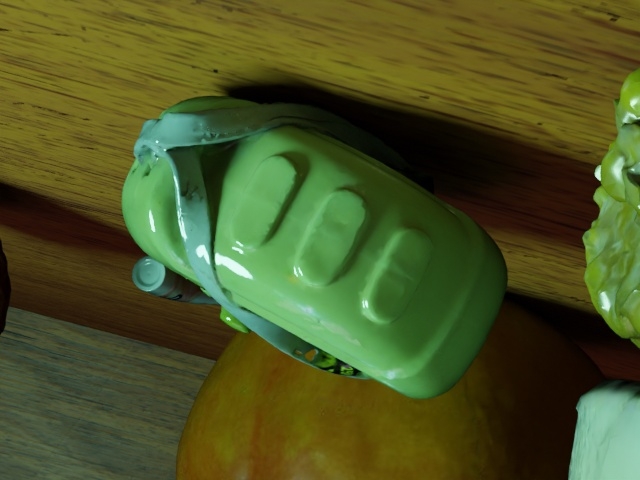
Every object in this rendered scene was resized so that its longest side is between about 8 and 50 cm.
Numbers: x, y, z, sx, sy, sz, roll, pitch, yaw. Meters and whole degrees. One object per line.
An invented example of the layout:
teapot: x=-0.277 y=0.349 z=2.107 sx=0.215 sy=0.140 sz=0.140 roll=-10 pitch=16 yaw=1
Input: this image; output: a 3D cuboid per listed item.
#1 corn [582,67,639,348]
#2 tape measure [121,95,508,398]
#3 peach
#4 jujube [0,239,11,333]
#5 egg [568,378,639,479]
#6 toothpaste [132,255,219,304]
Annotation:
corn: x=0.249 y=0.030 z=0.318 sx=0.363 sy=0.120 sz=0.120 roll=19 pitch=170 yaw=5
tape measure: x=0.000 y=0.000 z=0.541 sx=0.175 sy=0.106 sz=0.200 roll=26 pitch=172 yaw=18
peach: x=0.061 y=0.198 z=0.885 sx=0.342 sy=0.302 sz=0.343 roll=16 pitch=157 yaw=7
jujube: x=-0.363 y=0.028 z=0.969 sx=0.213 sy=0.213 sz=0.232 roll=24 pitch=171 yaw=-42
egg: x=0.213 y=0.193 z=0.397 sx=0.337 sy=0.201 sz=0.337 roll=21 pitch=173 yaw=3
toothpaste: x=-0.132 y=0.048 z=1.188 sx=0.056 sy=0.036 sz=0.205 roll=10 pitch=173 yaw=18
